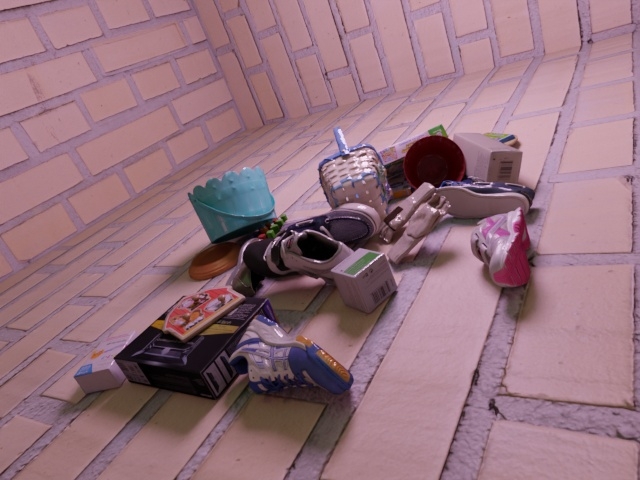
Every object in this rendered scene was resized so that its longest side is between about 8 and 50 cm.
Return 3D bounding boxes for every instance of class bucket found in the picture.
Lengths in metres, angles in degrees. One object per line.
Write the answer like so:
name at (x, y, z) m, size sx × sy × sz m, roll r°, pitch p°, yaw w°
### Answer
bucket at (-0.287, -0.115, 1.597) m, size 0.281 × 0.183 × 0.281 m, roll -22°, pitch -2°, yaw -1°

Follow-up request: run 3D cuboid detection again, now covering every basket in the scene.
basket at (0.103, -0.179, 1.442) m, size 0.201 × 0.254 × 0.289 m, roll -22°, pitch 43°, yaw 3°

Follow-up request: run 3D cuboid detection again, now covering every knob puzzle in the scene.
knob puzzle at (-0.295, 0.156, 1.128) m, size 0.213 × 0.030 × 0.213 m, roll -18°, pitch 23°, yaw 8°

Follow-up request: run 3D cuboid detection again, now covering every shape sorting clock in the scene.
shape sorting clock at (0.561, -0.323, 1.602) m, size 0.206 × 0.040 × 0.206 m, roll -19°, pitch 20°, yaw 7°

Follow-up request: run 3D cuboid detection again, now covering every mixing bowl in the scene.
mixing bowl at (0.347, -0.225, 1.456) m, size 0.182 × 0.181 × 0.098 m, roll -18°, pitch -3°, yaw 9°

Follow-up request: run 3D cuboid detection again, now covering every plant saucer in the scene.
plant saucer at (-0.348, 0.060, 1.565) m, size 0.200 × 0.037 × 0.200 m, roll -18°, pitch 25°, yaw 9°

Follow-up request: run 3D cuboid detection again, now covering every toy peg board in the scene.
toy peg board at (-0.171, -0.015, 1.523) m, size 0.161 × 0.079 × 0.161 m, roll -8°, pitch 27°, yaw 27°

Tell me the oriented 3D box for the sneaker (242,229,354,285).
sneaker at (-0.066, 0.022, 1.181) m, size 0.331 × 0.146 × 0.122 m, roll 3°, pitch 60°, yaw 24°

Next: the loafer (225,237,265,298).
loafer at (-0.186, 0.083, 1.330) m, size 0.088 × 0.094 × 0.251 m, roll -9°, pitch 37°, yaw 18°

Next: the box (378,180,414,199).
box at (0.253, -0.165, 1.548) m, size 0.136 × 0.028 × 0.081 m, roll -8°, pitch 27°, yaw 24°

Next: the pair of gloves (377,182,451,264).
pair of gloves at (0.231, -0.056, 1.219) m, size 0.204 × 0.042 × 0.240 m, roll -46°, pitch 17°, yaw 15°

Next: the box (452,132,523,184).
box at (0.479, -0.240, 1.389) m, size 0.094 × 0.113 × 0.275 m, roll -2°, pitch 25°, yaw -6°

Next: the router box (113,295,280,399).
router box at (-0.286, 0.233, 1.096) m, size 0.309 × 0.081 × 0.243 m, roll -3°, pitch 30°, yaw 36°

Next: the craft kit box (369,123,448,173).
craft kit box at (0.278, -0.282, 1.599) m, size 0.247 × 0.061 × 0.250 m, roll -27°, pitch -6°, yaw -7°

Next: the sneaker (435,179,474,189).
sneaker at (0.387, -0.149, 1.362) m, size 0.144 × 0.059 × 0.053 m, roll -29°, pitch 24°, yaw -20°

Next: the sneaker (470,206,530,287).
sneaker at (0.371, 0.021, 0.988) m, size 0.111 × 0.102 × 0.252 m, roll -12°, pitch 19°, yaw 30°

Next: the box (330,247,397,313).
box at (0.098, 0.088, 1.055) m, size 0.101 × 0.102 × 0.087 m, roll -36°, pitch 26°, yaw -27°

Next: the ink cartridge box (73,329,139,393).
ink cartridge box at (-0.518, 0.292, 1.190) m, size 0.104 × 0.061 × 0.181 m, roll -15°, pitch 24°, yaw 14°

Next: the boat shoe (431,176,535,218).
boat shoe at (0.416, -0.114, 1.221) m, size 0.255 × 0.095 × 0.079 m, roll 3°, pitch 36°, yaw 42°

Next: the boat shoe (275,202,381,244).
boat shoe at (0.000, 0.000, 1.322) m, size 0.341 × 0.127 × 0.158 m, roll -11°, pitch 32°, yaw 41°

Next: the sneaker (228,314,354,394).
sneaker at (-0.063, 0.246, 0.891) m, size 0.296 × 0.112 × 0.131 m, roll 10°, pitch 57°, yaw 52°
